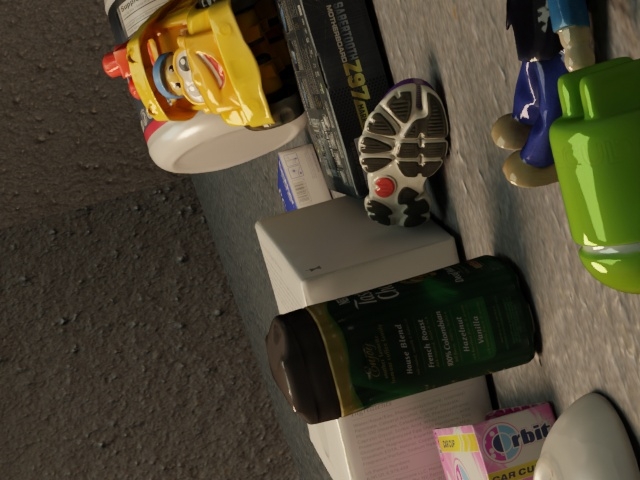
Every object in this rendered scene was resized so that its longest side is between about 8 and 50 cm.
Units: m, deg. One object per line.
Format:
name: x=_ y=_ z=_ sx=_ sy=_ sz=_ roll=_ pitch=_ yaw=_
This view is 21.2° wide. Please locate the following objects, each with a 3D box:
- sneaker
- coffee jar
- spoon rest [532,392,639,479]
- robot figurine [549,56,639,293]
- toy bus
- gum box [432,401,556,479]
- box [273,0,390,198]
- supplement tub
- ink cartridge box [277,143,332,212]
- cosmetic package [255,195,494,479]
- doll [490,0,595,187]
sneaker: x=0.061 y=-0.078 z=1.349 sx=0.170 sy=0.068 sz=0.071 roll=99 pitch=173 yaw=-59
coffee jar: x=0.054 y=0.071 z=1.225 sx=0.096 sy=0.184 sz=0.079 roll=-140 pitch=35 yaw=-76
spoon rest: x=0.187 y=0.235 z=1.088 sx=0.137 sy=0.084 sz=0.276 roll=169 pitch=98 yaw=-81
robot figurine: x=0.146 y=-0.027 z=0.801 sx=0.101 sy=0.067 sz=0.115 roll=-164 pitch=57 yaw=-71
toy bus: x=-0.120 y=-0.183 z=1.687 sx=0.220 sy=0.211 sz=0.149 roll=-63 pitch=-42 yaw=-66
gum box: x=0.141 y=0.185 z=1.299 sx=0.188 sy=0.062 sz=0.107 roll=128 pitch=126 yaw=-80
box: x=0.013 y=-0.157 z=1.528 sx=0.183 sy=0.059 sz=0.233 roll=-156 pitch=50 yaw=-80
supplement tub: x=-0.136 y=-0.230 z=1.957 sx=0.191 sy=0.191 sz=0.272 roll=107 pitch=146 yaw=-76
ink cartridge box: x=0.000 y=0.000 z=2.001 sx=0.097 sy=0.046 sz=0.207 roll=93 pitch=160 yaw=-65
cosmetic package: x=0.049 y=0.091 z=1.482 sx=0.224 sy=0.138 sz=0.225 roll=-131 pitch=25 yaw=-72
doll: x=0.118 y=-0.121 z=0.893 sx=0.129 sy=0.046 sz=0.189 roll=-101 pitch=7 yaw=-53
